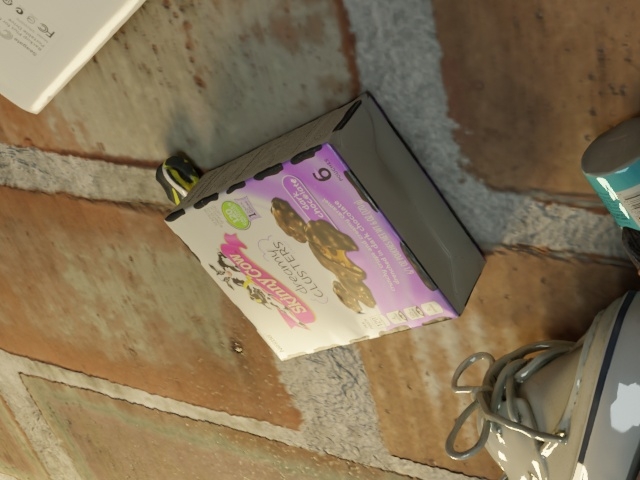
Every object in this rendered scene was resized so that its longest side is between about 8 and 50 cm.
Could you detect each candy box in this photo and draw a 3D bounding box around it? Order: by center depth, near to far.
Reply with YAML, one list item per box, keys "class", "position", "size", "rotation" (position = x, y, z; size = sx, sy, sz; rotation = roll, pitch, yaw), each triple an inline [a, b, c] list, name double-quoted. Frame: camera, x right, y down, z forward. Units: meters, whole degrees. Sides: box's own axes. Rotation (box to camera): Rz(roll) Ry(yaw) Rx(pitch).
- class: "candy box"
  position: [0.000, 0.000, 0.706]
  size: [0.196, 0.070, 0.165]
  rotation: [-20, 115, 43]

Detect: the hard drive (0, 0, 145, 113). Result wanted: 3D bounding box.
- class: "hard drive"
  position: [-0.206, -0.225, 0.612]
  size: [0.203, 0.040, 0.308]
  rotation: [38, 137, -23]

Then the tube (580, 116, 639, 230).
- class: "tube"
  position: [0.242, 0.014, 0.579]
  size: [0.207, 0.052, 0.080]
  rotation: [49, 150, -22]

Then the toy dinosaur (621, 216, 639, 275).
- class: "toy dinosaur"
  position: [0.309, 0.011, 0.412]
  size: [0.296, 0.200, 0.127]
  rotation: [2, 129, 32]

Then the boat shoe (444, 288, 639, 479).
- class: "boat shoe"
  position: [0.167, 0.142, 0.695]
  size: [0.157, 0.135, 0.367]
  rotation: [23, 150, 21]

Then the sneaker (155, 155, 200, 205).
- class: "sneaker"
  position: [-0.110, -0.037, 0.782]
  size: [0.035, 0.031, 0.083]
  rotation: [-9, 119, 55]
